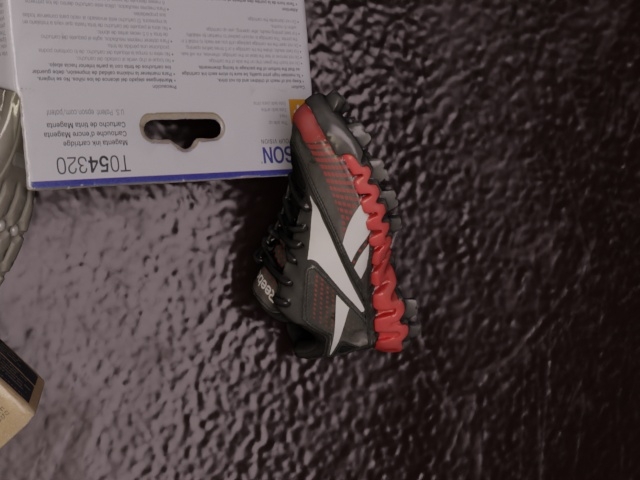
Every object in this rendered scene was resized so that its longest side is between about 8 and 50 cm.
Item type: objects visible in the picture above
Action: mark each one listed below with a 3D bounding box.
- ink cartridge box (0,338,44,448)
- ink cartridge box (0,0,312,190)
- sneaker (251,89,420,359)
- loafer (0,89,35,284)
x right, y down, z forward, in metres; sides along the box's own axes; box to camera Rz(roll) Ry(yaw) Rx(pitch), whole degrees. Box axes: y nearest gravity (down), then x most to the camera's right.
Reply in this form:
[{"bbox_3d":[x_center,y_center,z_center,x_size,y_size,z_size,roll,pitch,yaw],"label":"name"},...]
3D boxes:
[{"bbox_3d":[-0.365,0.136,1.195,0.234,0.088,0.193,-43,102,7],"label":"ink cartridge box"},{"bbox_3d":[-0.144,-0.209,1.264,0.324,0.071,0.330,-5,91,-47],"label":"ink cartridge box"},{"bbox_3d":[0.000,0.000,1.322,0.135,0.098,0.276,-17,129,-6],"label":"sneaker"},{"bbox_3d":[-0.294,-0.069,1.279,0.111,0.112,0.319,18,84,19],"label":"loafer"}]
